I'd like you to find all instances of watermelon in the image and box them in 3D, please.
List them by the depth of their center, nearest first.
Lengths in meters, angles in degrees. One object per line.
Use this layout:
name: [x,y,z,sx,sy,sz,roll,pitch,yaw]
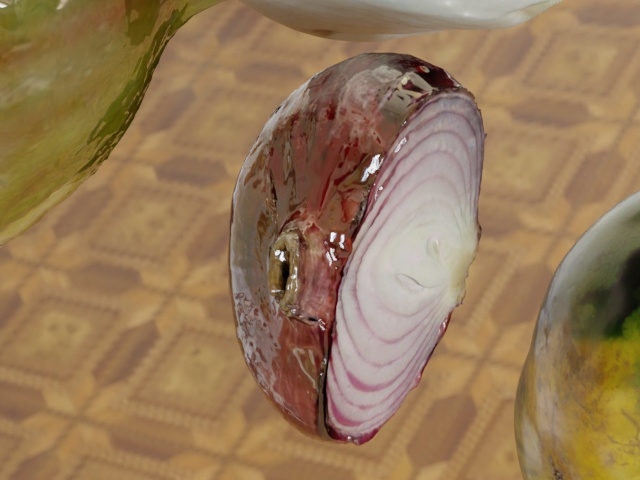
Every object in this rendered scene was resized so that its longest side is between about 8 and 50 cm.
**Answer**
watermelon: [0.236,0.092,1.064,0.269,0.269,0.269,-11,40,9]

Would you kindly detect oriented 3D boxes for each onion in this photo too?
onion: [0.000,0.000,0.911,0.098,0.206,0.151,28,22,33]

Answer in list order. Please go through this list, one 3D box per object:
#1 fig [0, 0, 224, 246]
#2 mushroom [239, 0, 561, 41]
fig: [-0.055,-0.056,0.400,0.245,0.149,0.149,-11,37,-14]
mushroom: [-0.040,-0.183,0.922,0.329,0.159,0.122,16,70,-19]
